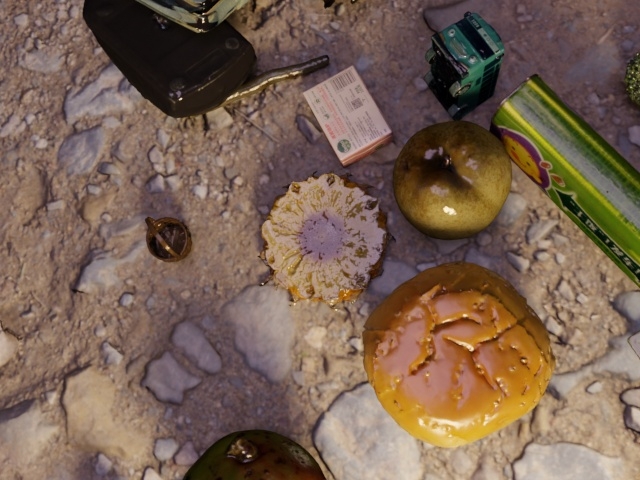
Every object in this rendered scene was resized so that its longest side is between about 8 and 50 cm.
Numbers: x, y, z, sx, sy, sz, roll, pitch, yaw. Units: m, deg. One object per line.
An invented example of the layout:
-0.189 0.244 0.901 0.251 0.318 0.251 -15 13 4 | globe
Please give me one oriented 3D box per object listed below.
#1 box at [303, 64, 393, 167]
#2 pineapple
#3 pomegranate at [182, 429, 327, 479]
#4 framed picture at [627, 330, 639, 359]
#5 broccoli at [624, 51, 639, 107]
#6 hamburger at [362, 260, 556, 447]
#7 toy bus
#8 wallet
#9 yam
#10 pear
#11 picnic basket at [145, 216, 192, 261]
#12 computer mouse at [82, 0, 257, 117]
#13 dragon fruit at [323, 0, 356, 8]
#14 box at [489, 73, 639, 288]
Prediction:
0.042 -0.183 1.134 0.089 0.043 0.125 -27 76 2 | box
0.000 0.000 1.103 0.221 0.047 0.221 -2 80 9 | pineapple
-0.085 0.365 0.965 0.198 0.198 0.246 5 80 10 | pomegranate
0.575 0.149 0.995 0.273 0.016 0.217 -31 76 2 | framed picture
0.498 -0.259 1.058 0.122 0.118 0.204 18 66 23 | broccoli
0.177 0.142 0.985 0.244 0.163 0.245 -2 76 9 | hamburger
0.200 -0.240 1.061 0.091 0.160 0.079 -34 75 -1 | toy bus
-0.169 -0.416 1.142 0.176 0.075 0.250 32 52 11 | wallet
-0.097 -0.240 1.180 0.234 0.029 0.027 -20 103 3 | yam
0.179 -0.084 1.044 0.167 0.136 0.167 -10 61 19 | pear
-0.225 -0.004 1.119 0.072 0.083 0.072 -2 78 10 | picnic basket
-0.233 -0.300 1.169 0.170 0.100 0.269 -40 73 -14 | computer mouse
0.024 -0.426 1.153 0.130 0.121 0.142 -30 102 34 | dragon fruit
0.375 -0.062 1.011 0.097 0.134 0.345 -40 75 -3 | box
